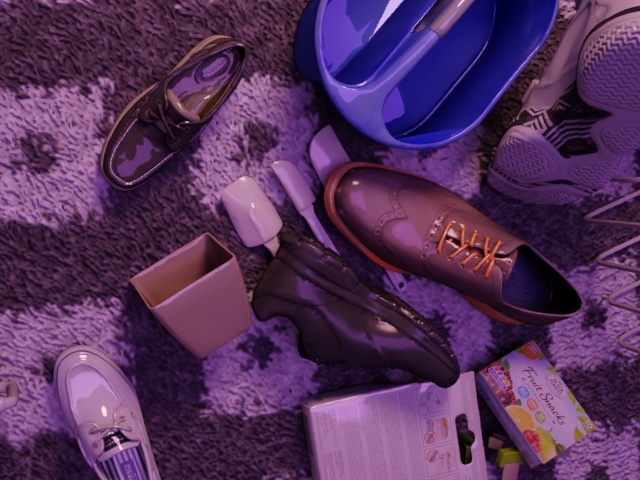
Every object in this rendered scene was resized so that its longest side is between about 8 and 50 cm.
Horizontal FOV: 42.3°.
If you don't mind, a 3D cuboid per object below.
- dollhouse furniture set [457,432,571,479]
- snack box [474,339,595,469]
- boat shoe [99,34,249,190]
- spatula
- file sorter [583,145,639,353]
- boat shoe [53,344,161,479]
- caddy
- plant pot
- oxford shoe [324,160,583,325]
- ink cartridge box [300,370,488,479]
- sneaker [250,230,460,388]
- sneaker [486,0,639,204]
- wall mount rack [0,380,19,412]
[{"bbox_3d":[0.260,0.293,1.128,0.152,0.076,0.058,-2,108,-17],"label":"dollhouse furniture set"},{"bbox_3d":[0.282,0.216,1.101,0.100,0.037,0.141,-25,71,-26],"label":"snack box"},{"bbox_3d":[-0.165,-0.150,0.941,0.080,0.073,0.223,44,80,-17],"label":"boat shoe"},{"bbox_3d":[0.000,0.000,1.042,0.168,0.019,0.242,-34,108,-14],"label":"spatula"},{"bbox_3d":[0.480,0.005,1.112,0.173,0.193,0.277,-22,101,-12],"label":"file sorter"},{"bbox_3d":[-0.233,0.225,0.950,0.083,0.076,0.226,-29,103,-14],"label":"boat shoe"},{"bbox_3d":[0.129,-0.263,0.975,0.241,0.179,0.341,42,82,-16],"label":"caddy"},{"bbox_3d":[-0.139,0.070,0.958,0.109,0.109,0.096,-33,116,-13],"label":"plant pot"},{"bbox_3d":[0.175,0.001,1.031,0.364,0.133,0.130,25,82,-21],"label":"oxford shoe"},{"bbox_3d":[0.098,0.271,1.073,0.225,0.056,0.181,-11,97,-16],"label":"ink cartridge box"},{"bbox_3d":[0.042,0.109,1.016,0.286,0.109,0.130,34,92,-10],"label":"sneaker"},{"bbox_3d":[0.328,-0.196,0.994,0.137,0.366,0.210,23,61,-5],"label":"sneaker"},{"bbox_3d":[-0.463,0.269,0.849,0.304,0.130,0.350,-4,95,-18],"label":"wall mount rack"}]
